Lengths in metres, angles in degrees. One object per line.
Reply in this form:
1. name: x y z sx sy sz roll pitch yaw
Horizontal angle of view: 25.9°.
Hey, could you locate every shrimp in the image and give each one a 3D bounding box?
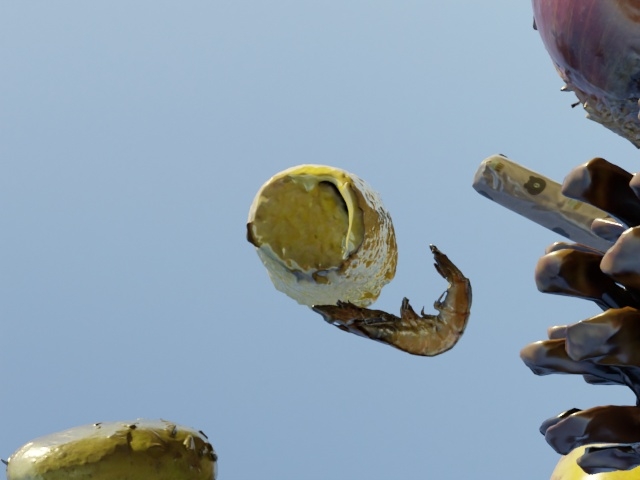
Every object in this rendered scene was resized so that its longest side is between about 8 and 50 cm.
1. shrimp: 0.096 0.066 1.720 0.195 0.148 0.035 16 -154 -9

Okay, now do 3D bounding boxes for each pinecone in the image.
1. pinecone: 0.212 0.040 0.665 0.264 0.264 0.264 26 -141 -23

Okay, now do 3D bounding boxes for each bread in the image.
1. bread: 0.003 -0.003 1.826 0.197 0.197 0.170 56 -172 16

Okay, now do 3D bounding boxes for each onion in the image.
1. onion: 0.386 -0.238 1.499 0.353 0.353 0.353 26 -141 -23

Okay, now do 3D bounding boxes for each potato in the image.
1. potato: -0.235 0.256 1.570 0.251 0.149 0.113 6 -95 -22

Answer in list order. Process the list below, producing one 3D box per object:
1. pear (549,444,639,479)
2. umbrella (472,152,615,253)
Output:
1. pear: 0.368 0.319 1.516 0.281 0.281 0.281 26 -141 -23
2. umbrella: 0.375 -0.032 2.006 0.337 0.067 0.073 29 -142 25
